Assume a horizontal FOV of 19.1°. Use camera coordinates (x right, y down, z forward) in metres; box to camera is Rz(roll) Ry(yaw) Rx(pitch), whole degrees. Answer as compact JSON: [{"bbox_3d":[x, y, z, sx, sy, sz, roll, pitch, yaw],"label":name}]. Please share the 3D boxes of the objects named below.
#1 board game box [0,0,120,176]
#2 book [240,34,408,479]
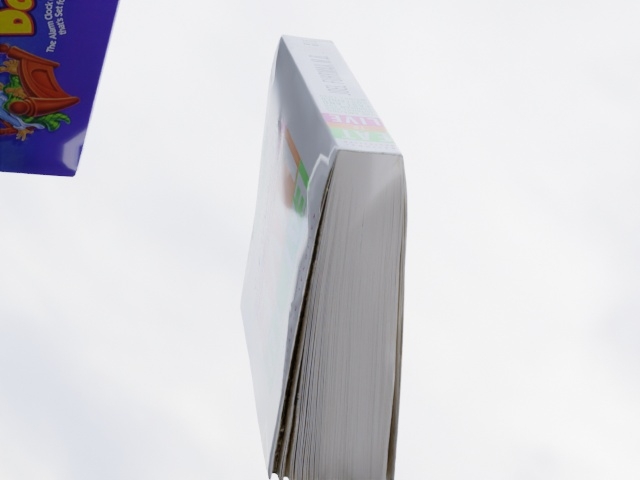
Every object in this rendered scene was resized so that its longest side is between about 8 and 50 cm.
[{"bbox_3d":[-0.129,-0.233,0.884,0.347,0.078,0.233,111,-25,-45],"label":"board game box"},{"bbox_3d":[0.000,0.000,0.569,0.144,0.035,0.096,-113,-152,-72],"label":"book"}]
